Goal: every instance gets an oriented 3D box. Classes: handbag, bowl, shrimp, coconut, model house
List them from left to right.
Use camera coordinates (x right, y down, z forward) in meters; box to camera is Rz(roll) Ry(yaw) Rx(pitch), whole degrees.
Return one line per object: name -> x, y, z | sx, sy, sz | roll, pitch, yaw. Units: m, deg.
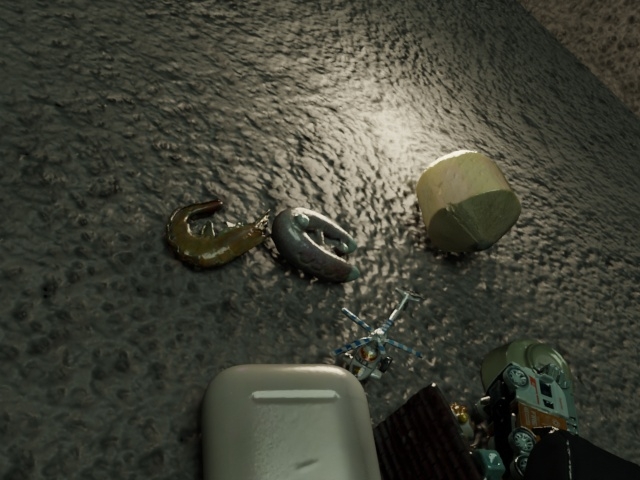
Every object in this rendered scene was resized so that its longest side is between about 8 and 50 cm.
shrimp -> -0.214, -0.026, 1.497 | 0.173, 0.058, 0.253 | 37, 41, 14
model house -> 0.218, 0.386, 1.203 | 0.230, 0.248, 0.280 | 11, 29, -23
coconut -> 0.363, -0.080, 1.772 | 0.239, 0.239, 0.244 | 8, 44, -26
bowl -> 0.474, 0.302, 1.593 | 0.212, 0.112, 0.211 | 18, 44, -18
handbag -> 0.437, 0.471, 1.149 | 0.302, 0.178, 0.275 | 27, 31, -26

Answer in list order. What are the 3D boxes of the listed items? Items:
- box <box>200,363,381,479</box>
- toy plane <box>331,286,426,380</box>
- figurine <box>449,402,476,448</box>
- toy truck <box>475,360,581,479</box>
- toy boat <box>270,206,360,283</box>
box -> -0.046, 0.365, 1.170 | 0.289, 0.141, 0.348 | 2, 52, -14
toy plane -> 0.117, 0.194, 1.491 | 0.182, 0.107, 0.273 | 18, 33, -3
figurine -> 0.275, 0.389, 1.412 | 0.068, 0.101, 0.143 | -12, 62, 1
toy truck -> 0.411, 0.379, 1.371 | 0.185, 0.133, 0.338 | 19, 41, -8
toy boat -> 0.000, 0.000, 1.553 | 0.227, 0.085, 0.155 | 26, 44, -28
